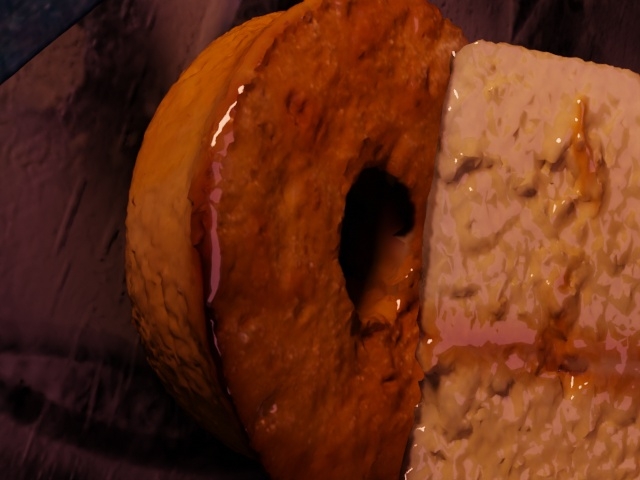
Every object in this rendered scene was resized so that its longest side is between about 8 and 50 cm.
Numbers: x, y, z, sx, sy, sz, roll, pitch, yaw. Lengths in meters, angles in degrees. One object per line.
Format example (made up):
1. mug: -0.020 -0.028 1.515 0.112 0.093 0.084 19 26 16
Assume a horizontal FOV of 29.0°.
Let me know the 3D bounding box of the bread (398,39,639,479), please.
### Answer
1. bread: 0.136 0.078 0.842 0.242 0.405 0.346 6 89 -9

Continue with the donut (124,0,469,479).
1. donut: 0.000 0.000 0.748 0.302 0.110 0.303 -6 98 -47

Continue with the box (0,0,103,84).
1. box: -0.238 -0.052 0.382 0.279 0.261 0.116 -48 129 -31
